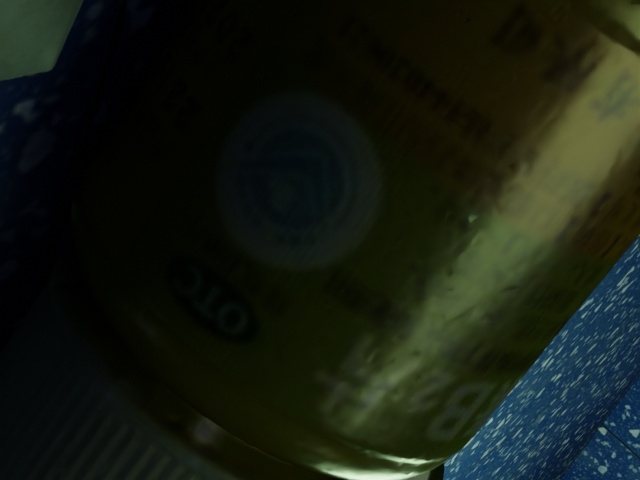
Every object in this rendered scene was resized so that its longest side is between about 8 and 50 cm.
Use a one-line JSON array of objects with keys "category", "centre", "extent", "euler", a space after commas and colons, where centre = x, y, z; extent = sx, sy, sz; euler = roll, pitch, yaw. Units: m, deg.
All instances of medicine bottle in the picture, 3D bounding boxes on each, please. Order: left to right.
[{"category": "medicine bottle", "centre": [0.000, 0.000, 0.623], "extent": [0.384, 0.224, 0.224], "euler": [-53, 160, 18]}]

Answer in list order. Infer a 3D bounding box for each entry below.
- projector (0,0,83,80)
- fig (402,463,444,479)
[{"category": "projector", "centre": [-0.128, -0.104, 0.399], "extent": [0.147, 0.061, 0.115], "euler": [-18, 144, -53]}, {"category": "fig", "centre": [-0.066, 0.131, 0.849], "extent": [0.275, 0.206, 0.206], "euler": [-9, 147, -16]}]
